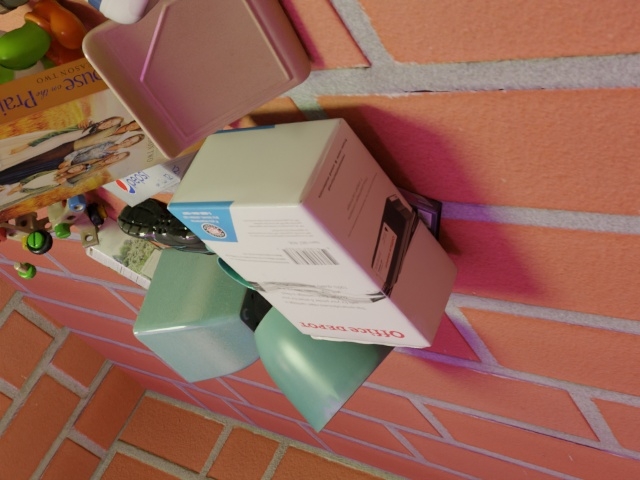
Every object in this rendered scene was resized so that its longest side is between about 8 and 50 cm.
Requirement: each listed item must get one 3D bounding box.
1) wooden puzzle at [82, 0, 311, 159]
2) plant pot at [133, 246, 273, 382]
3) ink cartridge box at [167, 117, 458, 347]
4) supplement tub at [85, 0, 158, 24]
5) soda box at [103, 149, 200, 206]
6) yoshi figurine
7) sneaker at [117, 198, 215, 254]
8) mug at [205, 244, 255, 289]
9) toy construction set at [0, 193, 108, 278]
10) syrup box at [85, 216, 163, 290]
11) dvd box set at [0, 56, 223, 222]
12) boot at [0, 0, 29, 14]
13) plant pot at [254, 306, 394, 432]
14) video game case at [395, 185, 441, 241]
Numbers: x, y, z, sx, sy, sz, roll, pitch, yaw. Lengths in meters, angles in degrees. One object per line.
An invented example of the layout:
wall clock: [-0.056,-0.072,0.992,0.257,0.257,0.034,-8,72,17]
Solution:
wooden puzzle: [-0.152,-0.240,1.092,0.044,0.239,0.221,58,-179,43]
plant pot: [-0.237,0.167,1.981,0.252,0.247,0.248,-8,140,29]
ink cartridge box: [0.000,0.000,1.359,0.285,0.166,0.395,1,146,40]
supplement tub: [-0.258,-0.399,0.837,0.325,0.235,0.235,35,156,-14]
soda box: [-0.334,-0.148,1.622,0.098,0.091,0.286,37,156,-20]
yoshi figurine: [-0.507,-0.205,1.331,0.203,0.362,0.203,20,148,50]
sneaker: [-0.341,-0.019,1.883,0.267,0.101,0.106,14,155,32]
mug: [-0.143,0.023,1.745,0.129,0.097,0.158,2,144,48]
toy construction set: [-0.663,-0.076,2.033,0.309,0.257,0.237,43,175,21]
syrup box: [-0.478,0.047,2.182,0.237,0.093,0.096,31,157,-4]
dvd box set: [-0.330,-0.161,1.226,0.062,0.420,0.307,62,159,12]
boot: [-0.497,-0.447,1.253,0.106,0.082,0.219,-11,135,25]
plant pot: [0.008,0.205,1.731,0.235,0.293,0.293,41,158,8]
video game case: [0.071,-0.053,1.436,0.274,0.026,0.196,23,156,16]
